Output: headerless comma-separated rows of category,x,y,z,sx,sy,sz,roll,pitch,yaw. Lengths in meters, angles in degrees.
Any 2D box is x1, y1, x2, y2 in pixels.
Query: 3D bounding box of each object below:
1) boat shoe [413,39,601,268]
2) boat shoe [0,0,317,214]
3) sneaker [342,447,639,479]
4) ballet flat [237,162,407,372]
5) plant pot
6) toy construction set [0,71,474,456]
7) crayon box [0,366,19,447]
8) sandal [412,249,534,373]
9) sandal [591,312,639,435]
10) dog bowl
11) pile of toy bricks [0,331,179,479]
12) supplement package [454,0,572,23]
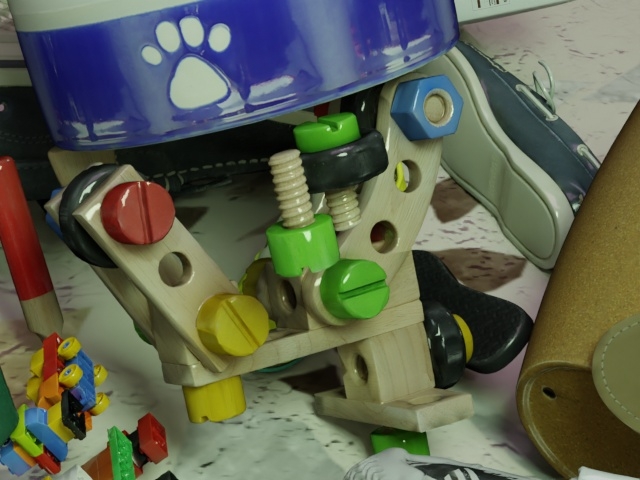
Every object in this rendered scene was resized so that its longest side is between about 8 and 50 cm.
boat shoe,0.150,-0.077,1.413,0.079,0.095,0.254,-12,38,-21
boat shoe,-0.158,-0.092,1.347,0.500,0.156,0.187,1,27,-35
sneaker,0.196,0.189,0.990,0.365,0.137,0.210,21,26,33
ballet flat,0.000,0.000,1.290,0.077,0.077,0.231,19,36,19
plant pot,0.236,0.039,1.158,0.237,0.237,0.254,26,51,28
toy construction set,-0.048,0.043,1.125,0.308,0.237,0.257,-5,16,34
crayon box,-0.307,0.149,0.892,0.202,0.081,0.318,-2,30,24
sandal,0.084,0.054,1.236,0.067,0.040,0.179,-50,32,-7
sandal,0.264,0.090,0.993,0.240,0.079,0.088,-1,62,38
dog bowl,-0.052,-0.141,1.141,0.265,0.104,0.265,-13,13,3
pile of toy bricks,-0.147,0.151,1.028,0.105,0.118,0.212,-35,26,9
supplement package,0.068,-0.243,1.539,0.203,0.149,0.194,-14,6,-27
